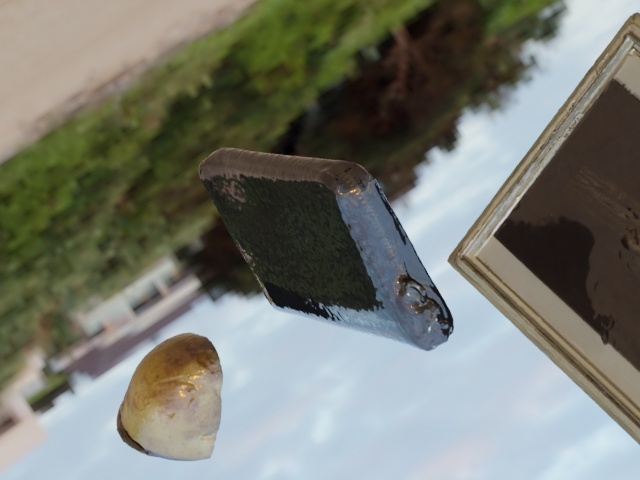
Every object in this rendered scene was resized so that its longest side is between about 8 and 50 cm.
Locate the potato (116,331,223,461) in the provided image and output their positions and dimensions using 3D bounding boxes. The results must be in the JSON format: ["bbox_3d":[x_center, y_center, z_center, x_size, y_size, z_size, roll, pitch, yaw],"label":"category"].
[{"bbox_3d":[-0.128,0.124,1.632,0.066,0.096,0.103,-11,131,-32],"label":"potato"}]

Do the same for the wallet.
[{"bbox_3d":[0.000,0.000,1.361,0.044,0.149,0.250,-35,-163,-19],"label":"wallet"}]

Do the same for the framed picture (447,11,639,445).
[{"bbox_3d":[0.243,0.016,1.318,0.231,0.293,0.018,-54,150,15],"label":"framed picture"}]
